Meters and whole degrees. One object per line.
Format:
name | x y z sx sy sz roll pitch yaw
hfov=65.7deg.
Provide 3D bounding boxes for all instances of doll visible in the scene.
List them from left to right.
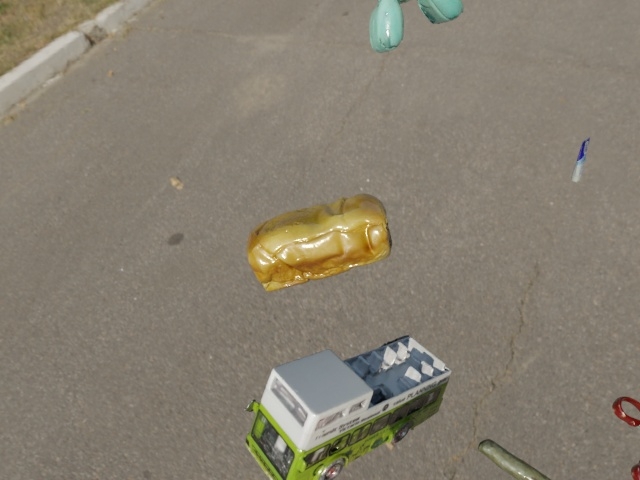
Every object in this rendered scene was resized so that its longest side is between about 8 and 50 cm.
doll | 0.085 -0.321 0.610 0.159 0.158 0.059 -21 17 -6

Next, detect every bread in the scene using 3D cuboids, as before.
bread | 0.000 0.000 1.023 0.294 0.132 0.167 -16 19 11

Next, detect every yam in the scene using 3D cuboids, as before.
yam | 0.251 0.253 0.443 0.234 0.027 0.029 30 55 27

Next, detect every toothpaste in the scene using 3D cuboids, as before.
toothpaste | 0.461 -0.142 0.875 0.024 0.083 0.015 -31 46 -24

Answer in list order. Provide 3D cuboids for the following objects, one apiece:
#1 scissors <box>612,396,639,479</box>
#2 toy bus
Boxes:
scissors | 0.604 0.346 0.832 0.247 0.017 0.144 12 57 -17
toy bus | 0.052 0.216 0.676 0.301 0.139 0.113 -8 33 -41
